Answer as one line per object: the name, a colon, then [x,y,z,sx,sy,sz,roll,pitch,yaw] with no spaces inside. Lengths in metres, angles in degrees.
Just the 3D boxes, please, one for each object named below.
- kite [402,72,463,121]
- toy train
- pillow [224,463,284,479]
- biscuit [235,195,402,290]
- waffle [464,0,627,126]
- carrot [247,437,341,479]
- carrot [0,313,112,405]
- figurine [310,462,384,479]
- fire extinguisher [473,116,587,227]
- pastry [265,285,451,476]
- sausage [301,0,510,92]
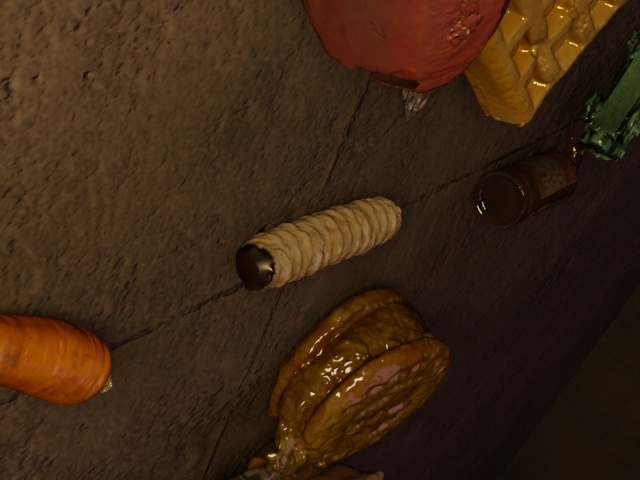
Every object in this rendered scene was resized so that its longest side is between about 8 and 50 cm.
kite: [0.159,-0.202,0.984,0.229,0.016,0.127,-33,156,-27]
toy train: [0.425,-0.193,1.372,0.200,0.083,0.132,-54,159,-7]
pillow: [-0.141,0.367,1.281,0.212,0.052,0.208,-18,143,-24]
biscuit: [0.000,0.000,0.962,0.061,0.055,0.219,-19,180,42]
waffle: [0.222,-0.246,0.937,0.248,0.055,0.221,-49,152,-1]
carrot: [-0.015,0.280,1.361,0.173,0.082,0.082,-33,153,-41]
carrot: [-0.227,0.071,0.676,0.061,0.061,0.256,-51,148,7]
figurine: [0.050,0.427,1.508,0.173,0.247,0.177,-53,153,-62]
fire extinguisher: [0.307,-0.092,1.350,0.252,0.075,0.106,-21,145,-48]
pastry: [0.038,0.168,1.237,0.235,0.132,0.240,-46,153,18]
sausage: [0.055,-0.204,0.607,0.152,0.152,0.280,-40,160,-20]
